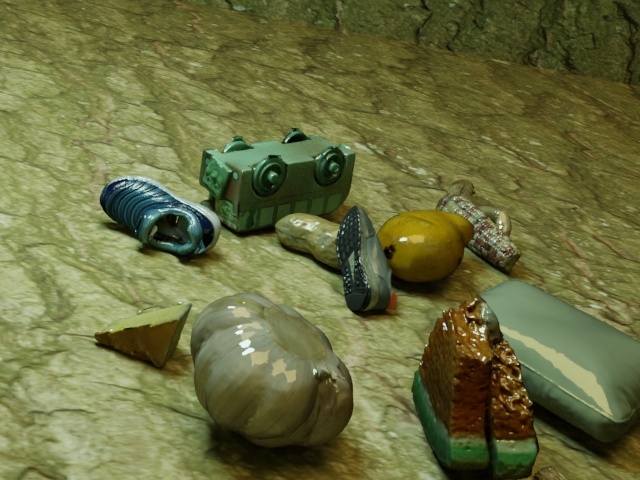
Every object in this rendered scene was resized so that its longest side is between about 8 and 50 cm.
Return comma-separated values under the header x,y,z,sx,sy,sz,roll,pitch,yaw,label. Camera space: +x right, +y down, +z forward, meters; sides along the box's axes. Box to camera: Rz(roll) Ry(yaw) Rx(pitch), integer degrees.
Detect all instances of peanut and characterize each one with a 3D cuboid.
x,y,z,sx,sy,sz,roll,pitch,yaw,label
0.000,0.000,1.965,0.175,0.080,0.080,20,23,19,peanut

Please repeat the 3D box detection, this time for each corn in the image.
x,y,z,sx,sy,sz,roll,pitch,yaw,label
0.305,-0.016,2.206,0.080,0.079,0.237,0,31,-34,corn

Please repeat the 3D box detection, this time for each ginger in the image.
x,y,z,sx,sy,sz,roll,pitch,yaw,label
0.329,-0.060,2.336,0.089,0.075,0.288,12,19,-22,ginger

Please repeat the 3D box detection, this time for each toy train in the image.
x,y,z,sx,sy,sz,roll,pitch,yaw,label
-0.070,-0.110,2.068,0.326,0.159,0.129,-13,34,-44,toy train

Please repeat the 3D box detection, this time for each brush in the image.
x,y,z,sx,sy,sz,roll,pitch,yaw,label
0.349,0.348,1.470,0.043,0.014,0.170,-9,34,-42,brush

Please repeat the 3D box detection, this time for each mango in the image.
x,y,z,sx,sy,sz,roll,pitch,yaw,label
0.185,0.009,2.026,0.157,0.108,0.262,17,16,27,mango

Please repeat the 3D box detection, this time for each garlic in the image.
x,y,z,sx,sy,sz,roll,pitch,yaw,label
-0.066,0.169,1.426,0.228,0.152,0.228,37,15,-12,garlic

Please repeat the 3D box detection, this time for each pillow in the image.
x,y,z,sx,sy,sz,roll,pitch,yaw,label
0.356,0.173,1.739,0.322,0.119,0.255,30,28,25,pillow

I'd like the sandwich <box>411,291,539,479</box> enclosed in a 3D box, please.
x,y,z,sx,sy,sz,roll,pitch,yaw,label
0.197,0.197,1.499,0.109,0.212,0.292,-3,40,-8,sandwich

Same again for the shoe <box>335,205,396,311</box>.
x,y,z,sx,sy,sz,roll,pitch,yaw,label
0.078,0.035,1.879,0.077,0.074,0.194,15,51,-31,shoe

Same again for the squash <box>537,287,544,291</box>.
x,y,z,sx,sy,sz,roll,pitch,yaw,label
0.372,0.097,2.043,0.083,0.027,0.027,0,27,-31,squash

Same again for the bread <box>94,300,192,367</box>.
x,y,z,sx,sy,sz,roll,pitch,yaw,label
-0.238,0.109,1.546,0.109,0.080,0.084,21,21,7,bread

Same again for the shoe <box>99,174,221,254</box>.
x,y,z,sx,sy,sz,roll,pitch,yaw,label
-0.266,-0.037,1.845,0.207,0.091,0.106,24,18,9,shoe
